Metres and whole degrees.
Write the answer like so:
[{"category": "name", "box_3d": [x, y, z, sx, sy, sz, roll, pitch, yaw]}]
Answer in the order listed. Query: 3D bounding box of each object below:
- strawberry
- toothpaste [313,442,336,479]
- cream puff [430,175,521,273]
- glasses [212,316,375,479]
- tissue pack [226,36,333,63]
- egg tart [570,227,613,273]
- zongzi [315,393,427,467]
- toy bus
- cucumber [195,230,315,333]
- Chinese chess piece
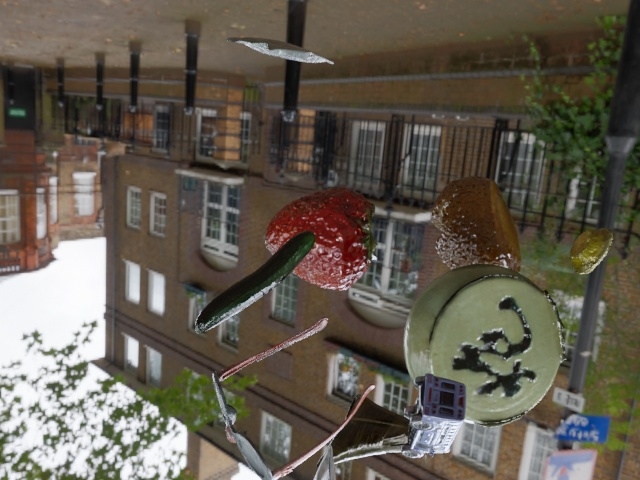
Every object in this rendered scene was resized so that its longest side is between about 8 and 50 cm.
[{"category": "strawberry", "box_3d": [0.000, 0.000, 1.437, 0.277, 0.257, 0.257, -3, -171, 15]}, {"category": "toothpaste", "box_3d": [0.009, 0.577, 1.361, 0.066, 0.323, 0.100, 4, -127, -2]}, {"category": "cream puff", "box_3d": [0.412, -0.025, 1.562, 0.212, 0.303, 0.303, -19, 179, 28]}, {"category": "glasses", "box_3d": [-0.053, 0.296, 1.077, 0.268, 0.118, 0.234, -25, -129, -19]}, {"category": "tissue pack", "box_3d": [-0.079, -0.389, 1.178, 0.193, 0.026, 0.122, -8, -149, -46]}, {"category": "egg tart", "box_3d": [0.506, 0.015, 1.090, 0.039, 0.105, 0.105, 30, -168, -2]}, {"category": "zongzi", "box_3d": [0.146, 0.561, 1.552, 0.248, 0.111, 0.241, 13, -129, 38]}, {"category": "toy bus", "box_3d": [0.163, 0.263, 0.840, 0.076, 0.167, 0.073, 8, -127, 6]}, {"category": "cucumber", "box_3d": [-0.111, 0.073, 1.048, 0.284, 0.056, 0.056, -40, -148, -21]}, {"category": "Chinese chess piece", "box_3d": [0.356, 0.226, 1.264, 0.349, 0.349, 0.146, 2, -177, -14]}]
